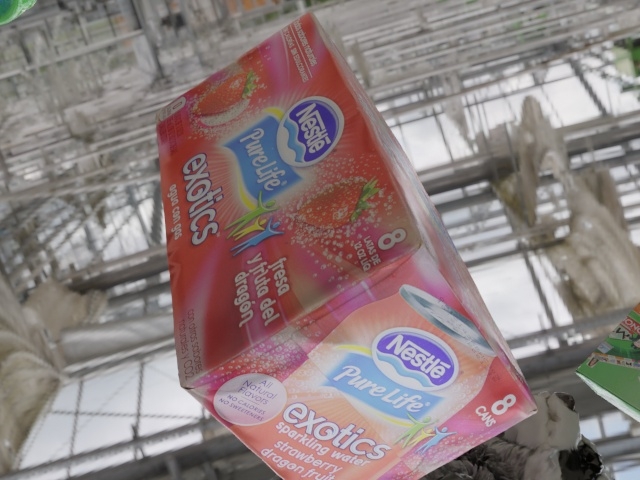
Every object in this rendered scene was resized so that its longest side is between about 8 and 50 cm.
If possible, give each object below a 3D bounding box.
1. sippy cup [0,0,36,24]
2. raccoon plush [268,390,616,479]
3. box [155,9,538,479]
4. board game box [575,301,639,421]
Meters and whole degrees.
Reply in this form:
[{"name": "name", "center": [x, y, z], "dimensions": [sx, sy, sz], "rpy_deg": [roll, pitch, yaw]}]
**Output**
[{"name": "sippy cup", "center": [-0.331, -0.388, 0.972], "dimensions": [0.306, 0.240, 0.224], "rpy_deg": [30, -121, 15]}, {"name": "raccoon plush", "center": [0.083, 0.318, 0.826], "dimensions": [0.446, 0.299, 0.216], "rpy_deg": [-54, -149, 13]}, {"name": "box", "center": [0.000, 0.000, 0.586], "dimensions": [0.142, 0.154, 0.300], "rpy_deg": [-31, -145, 10]}, {"name": "board game box", "center": [0.401, 0.110, 0.846], "dimensions": [0.213, 0.046, 0.317], "rpy_deg": [-47, -160, -1]}]
